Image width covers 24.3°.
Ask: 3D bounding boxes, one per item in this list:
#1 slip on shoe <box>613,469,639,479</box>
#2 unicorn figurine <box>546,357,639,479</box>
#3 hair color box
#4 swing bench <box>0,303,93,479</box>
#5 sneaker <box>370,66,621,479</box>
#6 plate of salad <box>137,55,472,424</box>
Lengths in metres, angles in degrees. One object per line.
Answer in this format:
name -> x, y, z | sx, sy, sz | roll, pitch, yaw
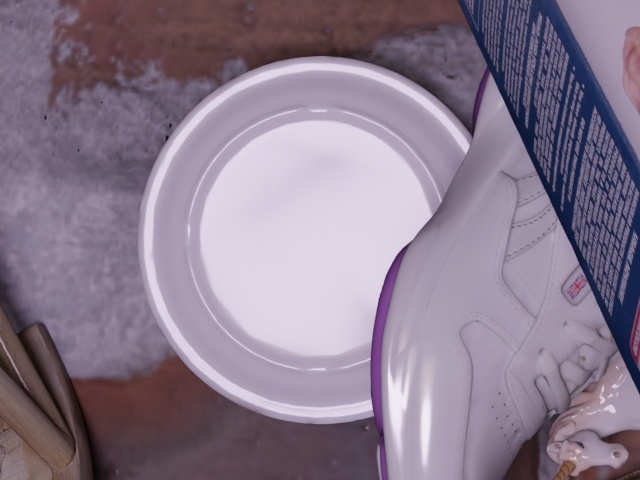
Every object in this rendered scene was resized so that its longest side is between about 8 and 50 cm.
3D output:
slip on shoe -> 0.183, 0.135, 0.765 | 0.135, 0.041, 0.051 | -16, 83, 13
unicorn figurine -> 0.174, 0.064, 0.768 | 0.111, 0.060, 0.162 | 0, 67, 11
hair color box -> 0.174, -0.085, 0.645 | 0.174, 0.105, 0.347 | -12, 52, -8
swing bench -> -0.292, 0.094, 0.812 | 0.253, 0.165, 0.254 | -27, 110, 7
sneaker -> 0.121, 0.013, 0.708 | 0.152, 0.114, 0.305 | 15, 70, 23
plate of salad -> 0.000, 0.000, 0.813 | 0.200, 0.048, 0.199 | 0, 89, 5
